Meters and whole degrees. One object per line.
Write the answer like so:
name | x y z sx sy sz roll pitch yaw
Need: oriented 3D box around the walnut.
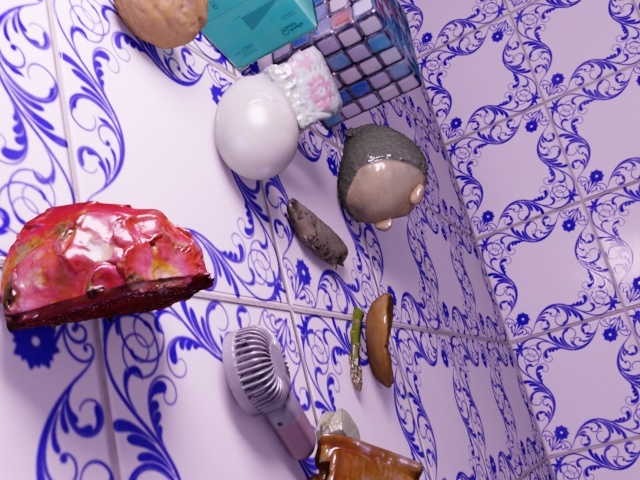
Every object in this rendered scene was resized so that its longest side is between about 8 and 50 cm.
walnut | -0.254 -0.391 1.084 0.166 0.149 0.166 -21 115 -56

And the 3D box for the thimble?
thimble | -0.057 -0.288 1.360 0.149 0.185 0.211 64 3 -11

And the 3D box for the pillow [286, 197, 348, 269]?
pillow | -0.001 0.000 1.421 0.241 0.051 0.093 44 27 -48

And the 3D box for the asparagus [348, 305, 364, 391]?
asparagus | 0.077 0.218 1.432 0.034 0.027 0.236 42 32 -27

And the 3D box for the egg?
egg | -0.117 -0.207 1.212 0.151 0.151 0.209 35 36 -53

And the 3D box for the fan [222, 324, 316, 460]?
fan | -0.073 0.238 1.024 0.130 0.074 0.244 -90 157 -64

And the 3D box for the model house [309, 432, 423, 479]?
model house | 0.065 0.448 1.033 0.229 0.220 0.199 -74 179 -49

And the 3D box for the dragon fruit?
dragon fruit | -0.239 0.023 0.761 0.189 0.163 0.262 44 18 15

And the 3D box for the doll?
doll | 0.155 -0.174 1.721 0.247 0.247 0.349 55 10 -30

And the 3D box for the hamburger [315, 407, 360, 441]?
hamburger | 0.039 0.350 1.199 0.121 0.054 0.084 64 18 -17

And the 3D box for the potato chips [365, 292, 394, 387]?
potato chips | 0.129 0.219 1.470 0.195 0.062 0.208 -83 170 -48

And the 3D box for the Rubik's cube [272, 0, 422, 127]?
Rubik's cube | 0.059 -0.515 1.714 0.292 0.293 0.287 40 36 -47

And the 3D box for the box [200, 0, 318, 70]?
box | -0.168 -0.496 1.289 0.311 0.205 0.118 38 39 -49
